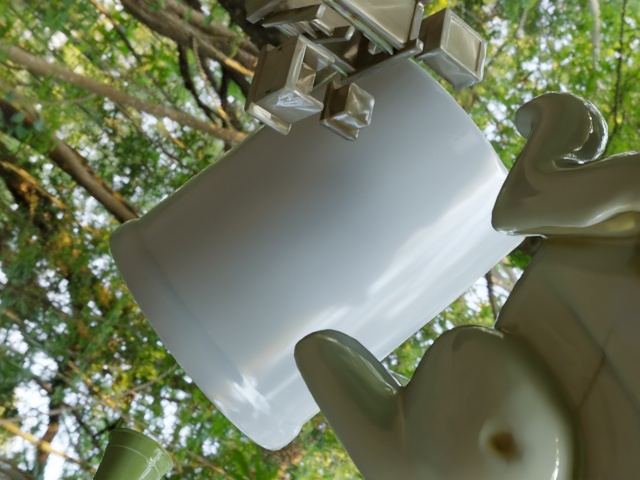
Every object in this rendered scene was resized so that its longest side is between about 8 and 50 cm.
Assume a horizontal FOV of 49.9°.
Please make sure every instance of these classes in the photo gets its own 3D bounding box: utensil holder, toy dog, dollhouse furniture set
[{"bbox_3d":[0.000,0.000,0.836,0.385,0.327,0.327,-39,-149,-3],"label":"utensil holder"},{"bbox_3d":[0.239,0.049,0.397,0.408,0.284,0.395,-49,-147,11],"label":"toy dog"},{"bbox_3d":[0.028,-0.126,0.554,0.101,0.182,0.161,-12,-122,50],"label":"dollhouse furniture set"}]

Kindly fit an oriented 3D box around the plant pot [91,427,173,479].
[{"bbox_3d":[-0.220,0.267,0.768,0.083,0.083,0.079,-24,-155,35],"label":"plant pot"}]
